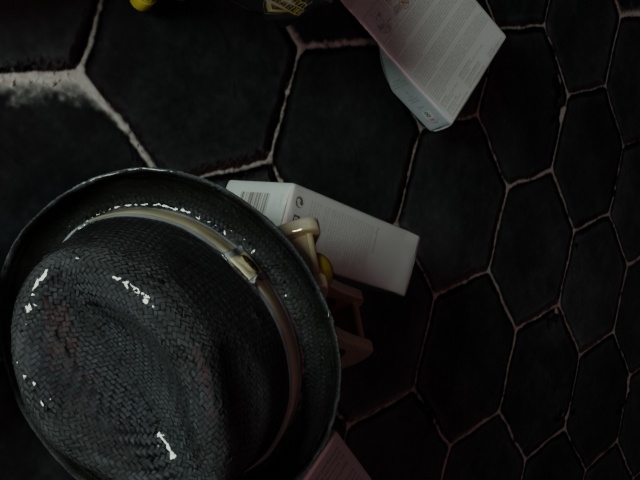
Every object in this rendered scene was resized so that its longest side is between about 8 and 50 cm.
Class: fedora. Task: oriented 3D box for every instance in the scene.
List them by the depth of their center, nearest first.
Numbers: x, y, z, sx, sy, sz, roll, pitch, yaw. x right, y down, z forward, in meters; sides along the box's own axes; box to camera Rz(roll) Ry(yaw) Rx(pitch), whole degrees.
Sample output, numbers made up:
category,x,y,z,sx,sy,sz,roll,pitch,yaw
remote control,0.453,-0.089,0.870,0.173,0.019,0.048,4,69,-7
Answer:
category,x,y,z,sx,sy,sz,roll,pitch,yaw
fedora,-0.145,0.105,0.647,0.152,0.334,0.333,-42,133,-82

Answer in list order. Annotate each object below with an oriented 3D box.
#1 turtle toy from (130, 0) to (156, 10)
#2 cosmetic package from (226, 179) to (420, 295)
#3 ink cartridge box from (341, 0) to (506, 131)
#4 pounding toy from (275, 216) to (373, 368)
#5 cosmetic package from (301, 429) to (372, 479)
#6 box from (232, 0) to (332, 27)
category,x,y,z,sx,sy,sz,roll,pitch,yaw
turtle toy,-0.160,-0.273,0.754,0.130,0.095,0.066,-31,94,-39
cosmetic package,0.000,0.000,0.921,0.231,0.117,0.085,21,81,-43
ink cartridge box,0.137,-0.297,1.081,0.232,0.066,0.189,41,65,-17
pounding toy,-0.017,0.110,0.817,0.269,0.154,0.154,93,-11,-58
cosmetic package,-0.005,0.390,0.937,0.197,0.155,0.365,-49,127,-29
box,-0.120,-0.369,0.675,0.293,0.073,0.295,10,66,-52
